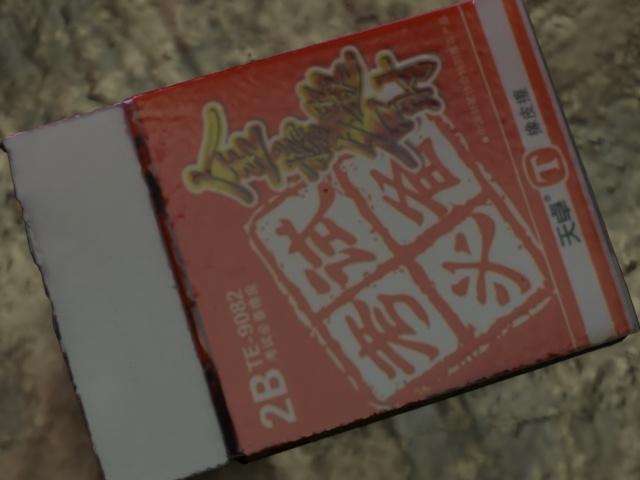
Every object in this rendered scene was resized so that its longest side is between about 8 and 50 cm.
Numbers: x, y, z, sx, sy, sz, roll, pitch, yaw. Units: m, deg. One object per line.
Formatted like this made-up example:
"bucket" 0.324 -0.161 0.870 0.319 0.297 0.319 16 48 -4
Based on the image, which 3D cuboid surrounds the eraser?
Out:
"eraser" 0.000 0.000 0.630 0.230 0.038 0.157 -17 83 -7
